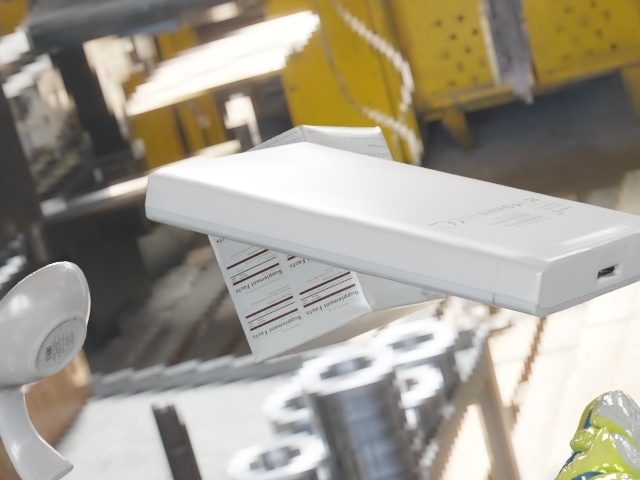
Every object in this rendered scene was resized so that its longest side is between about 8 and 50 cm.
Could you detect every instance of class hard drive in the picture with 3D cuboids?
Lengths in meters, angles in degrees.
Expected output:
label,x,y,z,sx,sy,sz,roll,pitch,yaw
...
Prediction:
label,x,y,z,sx,sy,sz,roll,pitch,yaw
hard drive,0.070,-0.016,1.432,0.353,0.047,0.233,15,16,32

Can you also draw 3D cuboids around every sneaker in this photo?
label,x,y,z,sx,sy,sz,roll,pitch,yaw
sneaker,0.162,0.172,1.135,0.126,0.091,0.240,-38,0,14

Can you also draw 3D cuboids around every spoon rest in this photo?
label,x,y,z,sx,sy,sz,roll,pitch,yaw
spoon rest,-0.292,0.132,1.816,0.084,0.276,0.137,33,45,27

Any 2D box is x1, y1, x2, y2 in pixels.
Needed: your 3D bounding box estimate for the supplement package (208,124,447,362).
label,x,y,z,sx,sy,sz,roll,pitch,yaw
supplement package,0.000,0.000,1.884,0.149,0.203,0.194,-24,-8,26
